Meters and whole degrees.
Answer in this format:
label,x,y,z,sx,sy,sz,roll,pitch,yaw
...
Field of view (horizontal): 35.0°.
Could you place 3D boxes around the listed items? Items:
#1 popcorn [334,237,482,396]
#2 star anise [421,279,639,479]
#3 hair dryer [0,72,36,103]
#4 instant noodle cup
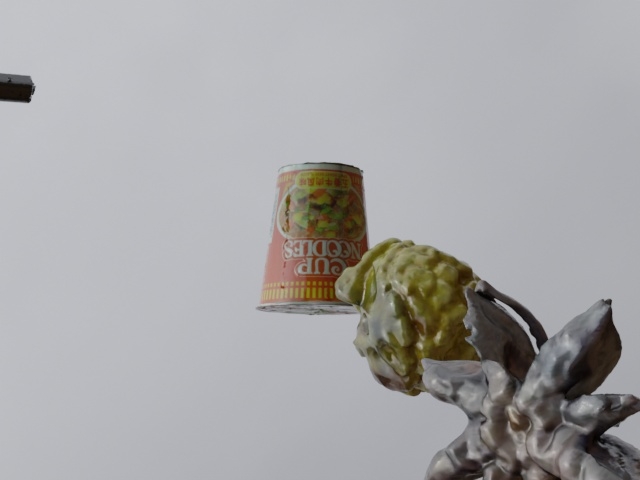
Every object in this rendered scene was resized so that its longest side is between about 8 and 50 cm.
label,x,y,z,sx,sy,sz,roll,pitch,yaw
popcorn,0.129,0.095,1.309,0.170,0.189,0.218,-17,-54,-25
star anise,0.168,0.136,0.788,0.093,0.236,0.229,2,-61,-38
hair dryer,-0.532,-0.225,1.435,0.251,0.197,0.089,6,-55,-20
instant noodle cup,0.000,0.000,1.502,0.193,0.193,0.212,15,-107,-58
